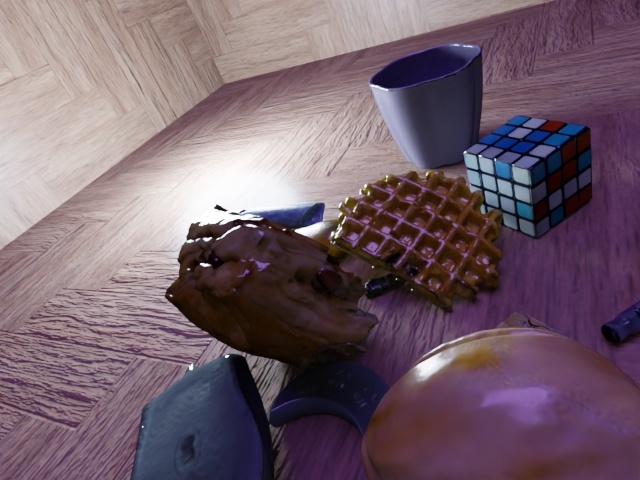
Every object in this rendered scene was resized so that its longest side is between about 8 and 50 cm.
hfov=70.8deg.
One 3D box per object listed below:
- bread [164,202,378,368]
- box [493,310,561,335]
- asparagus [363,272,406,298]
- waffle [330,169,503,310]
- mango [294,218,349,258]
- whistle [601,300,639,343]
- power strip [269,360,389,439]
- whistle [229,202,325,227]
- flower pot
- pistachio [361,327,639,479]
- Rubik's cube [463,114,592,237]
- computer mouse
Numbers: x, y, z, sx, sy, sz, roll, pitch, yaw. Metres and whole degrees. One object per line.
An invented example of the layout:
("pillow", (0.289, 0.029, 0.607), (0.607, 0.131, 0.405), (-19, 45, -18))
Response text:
("bread", (-0.064, 0.087, 0.673), (0.370, 0.314, 0.191), (13, 74, 59))
("box", (0.259, 0.160, 0.634), (0.149, 0.020, 0.073), (-33, 33, -16))
("asparagus", (0.156, 0.064, 0.827), (0.165, 0.030, 0.036), (-21, 8, 6))
("waffle", (0.172, -0.010, 0.793), (0.310, 0.065, 0.283), (-12, 61, 5))
("mango", (0.000, 0.000, 0.976), (0.161, 0.076, 0.103), (-2, 43, 35))
("whistle", (0.457, 0.086, 0.608), (0.177, 0.033, 0.033), (-29, 33, -8))
("power strip", (0.039, 0.238, 0.633), (0.216, 0.044, 0.137), (6, 41, 38))
("whistle", (-0.127, -0.056, 1.148), (0.304, 0.062, 0.062), (-3, 38, 28))
("flower pot", (0.279, -0.322, 1.118), (0.265, 0.243, 0.265), (-16, 30, 10))
("pistachio", (0.199, 0.200, 0.446), (0.309, 0.229, 0.229), (-11, 34, 25))
("Rubik's cube", (0.386, -0.123, 0.843), (0.151, 0.155, 0.154), (-34, 33, -13))
("computer mouse", (-0.151, 0.291, 0.603), (0.188, 0.121, 0.371), (-31, 26, -4))
